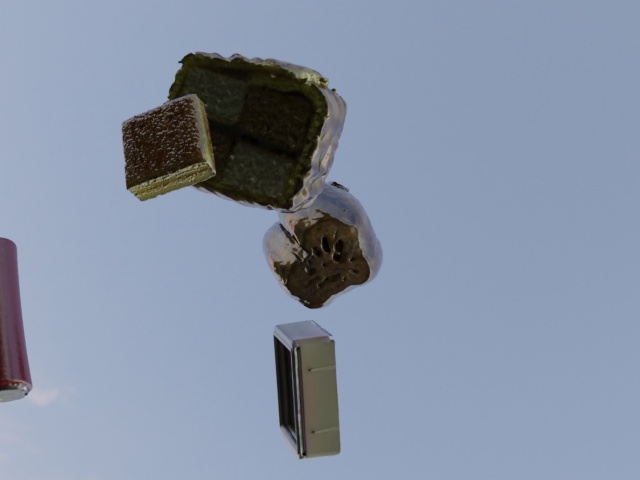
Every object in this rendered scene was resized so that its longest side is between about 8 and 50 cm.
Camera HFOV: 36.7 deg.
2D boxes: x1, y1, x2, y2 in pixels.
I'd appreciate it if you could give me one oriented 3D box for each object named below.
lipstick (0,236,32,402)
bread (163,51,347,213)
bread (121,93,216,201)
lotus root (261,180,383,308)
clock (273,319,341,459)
[{"bbox_3d":[-0.467,0.112,1.393,0.080,0.080,0.241,-32,-121,33],"label":"lipstick"},{"bbox_3d":[-0.089,-0.136,1.185,0.222,0.096,0.181,17,-83,17],"label":"bread"},{"bbox_3d":[-0.155,-0.094,0.984,0.090,0.094,0.035,-21,-35,11],"label":"bread"},{"bbox_3d":[-0.007,-0.006,1.530,0.193,0.291,0.193,-2,-77,-8],"label":"lotus root"},{"bbox_3d":[-0.022,0.234,1.531,0.071,0.147,0.192,-5,-81,-14],"label":"clock"}]
